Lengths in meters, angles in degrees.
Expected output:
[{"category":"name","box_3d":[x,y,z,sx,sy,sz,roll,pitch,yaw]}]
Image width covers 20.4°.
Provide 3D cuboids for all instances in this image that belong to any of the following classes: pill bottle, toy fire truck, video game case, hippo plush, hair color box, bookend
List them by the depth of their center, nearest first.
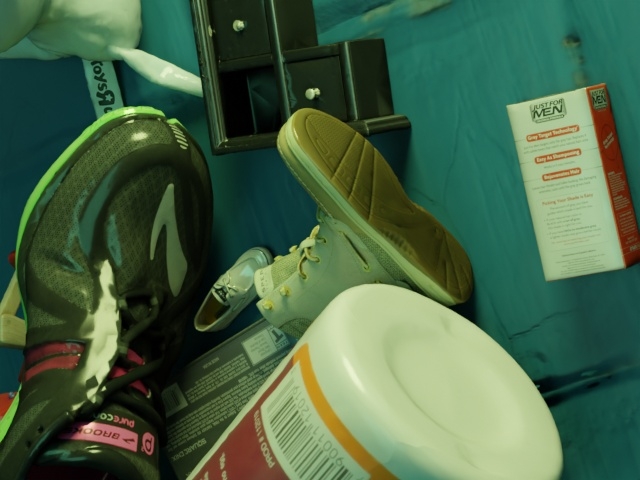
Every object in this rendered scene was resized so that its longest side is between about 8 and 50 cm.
[{"category":"hair color box","box_3d":[0.197,-0.044,1.374,0.072,0.043,0.141,-10,94,33]},{"category":"pill bottle","box_3d":[-0.007,0.243,1.420,0.224,0.224,0.392,47,119,16]},{"category":"bookend","box_3d":[-0.019,-0.157,1.473,0.157,0.072,0.156,-4,96,32]},{"category":"hippo plush","box_3d":[-0.286,-0.220,1.532,0.234,0.236,0.294,-18,89,33]},{"category":"video game case","box_3d":[-0.034,0.218,1.580,0.196,0.026,0.274,-32,82,32]},{"category":"toy fire truck","box_3d":[-0.264,0.097,1.636,0.047,0.192,0.135,-10,122,34]}]

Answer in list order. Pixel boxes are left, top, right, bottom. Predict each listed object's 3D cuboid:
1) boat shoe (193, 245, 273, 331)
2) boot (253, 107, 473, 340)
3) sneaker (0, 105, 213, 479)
[{"category":"boat shoe","box_3d":[-0.079,0.045,1.570,0.035,0.035,0.100,51,121,15]},{"category":"boot","box_3d":[0.000,0.000,1.446,0.165,0.077,0.213,-26,121,36]},{"category":"sneaker","box_3d":[-0.179,0.128,1.500,0.202,0.185,0.483,17,92,57]}]
